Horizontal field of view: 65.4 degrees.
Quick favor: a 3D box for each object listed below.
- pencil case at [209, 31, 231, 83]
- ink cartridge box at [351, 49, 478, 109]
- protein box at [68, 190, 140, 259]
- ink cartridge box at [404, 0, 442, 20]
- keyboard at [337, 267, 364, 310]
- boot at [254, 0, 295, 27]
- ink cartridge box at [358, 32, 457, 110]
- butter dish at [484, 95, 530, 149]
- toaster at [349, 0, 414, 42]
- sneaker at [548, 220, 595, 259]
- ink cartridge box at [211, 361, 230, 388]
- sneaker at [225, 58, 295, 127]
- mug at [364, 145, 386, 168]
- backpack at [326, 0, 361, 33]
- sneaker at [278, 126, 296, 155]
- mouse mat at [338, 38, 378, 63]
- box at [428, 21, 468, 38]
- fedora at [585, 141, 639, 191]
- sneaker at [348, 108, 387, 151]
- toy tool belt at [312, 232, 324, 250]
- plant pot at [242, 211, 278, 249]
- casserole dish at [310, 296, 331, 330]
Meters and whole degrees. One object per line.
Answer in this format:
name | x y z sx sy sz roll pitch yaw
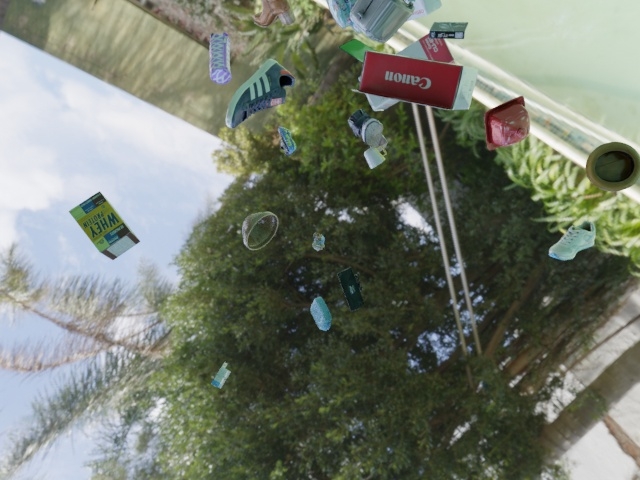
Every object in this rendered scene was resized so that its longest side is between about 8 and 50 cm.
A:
pencil case | -0.383 -0.704 1.922 0.086 0.088 0.206 20 -125 -45
ink cartridge box | 0.289 -0.489 1.520 0.309 0.130 0.272 19 -158 24
protein box | -0.836 -0.052 1.944 0.200 0.136 0.201 52 165 2
ink cartridge box | 0.350 -0.969 1.911 0.160 0.092 0.219 13 137 56
keyboard | 0.147 0.219 2.281 0.192 0.100 0.038 71 164 -7
boot | -0.188 -0.844 1.768 0.197 0.073 0.152 12 154 35
ink cartridge box | 0.385 -0.735 2.178 0.160 0.384 0.279 61 -158 -4
butter dish | 0.659 -0.387 1.707 0.118 0.160 0.160 -120 7 -54
toaster | 0.196 -0.724 1.580 0.129 0.146 0.227 51 -149 11
sneaker | 0.930 0.000 1.848 0.228 0.092 0.087 -25 -148 -26
ink cartridge box | -0.342 0.471 1.741 0.028 0.083 0.048 27 164 13
sneaker | -0.220 -0.543 1.903 0.148 0.350 0.131 32 159 3
mug | 0.192 -0.304 1.791 0.064 0.062 0.078 54 -138 -9
backpack | 0.142 -1.076 2.280 0.253 0.191 0.225 50 -171 -35
sneaker | -0.170 -0.474 2.366 0.067 0.078 0.188 11 -137 -35
mouse mat | 0.173 -0.806 2.129 0.152 0.007 0.190 35 -140 6
box | 0.307 -0.502 1.191 0.083 0.018 0.067 10 -137 19
fedora | 1.061 -0.265 1.821 0.194 0.194 0.079 38 -177 8
sneaker | 0.159 -0.425 1.823 0.163 0.086 0.226 55 -175 17
toy tool belt | 0.000 0.000 2.090 0.052 0.051 0.083 38 -136 -39
plant pot | -0.355 -0.073 2.773 0.109 0.237 0.237 37 -163 27
casserole dish | -0.003 0.366 2.490 0.036 0.114 0.188 2 -143 -28
